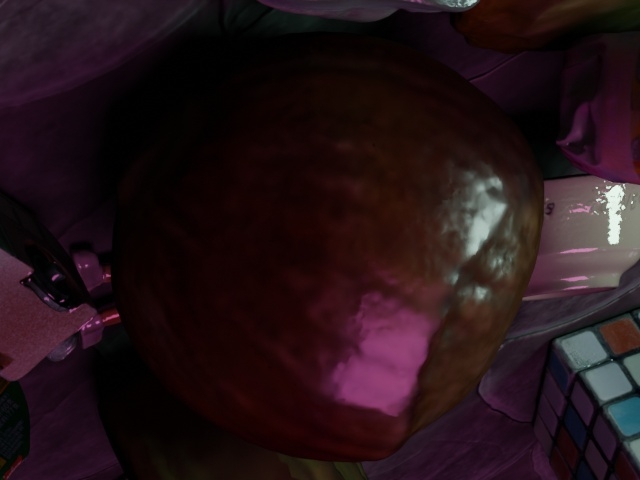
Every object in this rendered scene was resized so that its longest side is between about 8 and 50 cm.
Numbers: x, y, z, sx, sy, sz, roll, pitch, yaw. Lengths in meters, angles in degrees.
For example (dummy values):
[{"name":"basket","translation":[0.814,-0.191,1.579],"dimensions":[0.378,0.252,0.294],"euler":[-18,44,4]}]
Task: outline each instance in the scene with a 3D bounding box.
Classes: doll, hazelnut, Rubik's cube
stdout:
[{"name":"doll","translation":[-0.153,0.051,1.850],"dimensions":[0.217,0.085,0.183],"euler":[-3,138,-8]},{"name":"hazelnut","translation":[0.000,0.000,1.661],"dimensions":[0.421,0.353,0.421],"euler":[0,114,1]},{"name":"Rubik's cube","translation":[0.472,0.260,2.442],"dimensions":[0.256,0.253,0.259],"euler":[-17,147,-16]}]

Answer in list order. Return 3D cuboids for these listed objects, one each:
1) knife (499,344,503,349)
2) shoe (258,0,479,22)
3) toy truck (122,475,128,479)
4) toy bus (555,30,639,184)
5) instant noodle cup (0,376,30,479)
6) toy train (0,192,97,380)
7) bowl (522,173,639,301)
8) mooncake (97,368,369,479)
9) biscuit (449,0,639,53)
[{"name":"knife","translation":[0.206,0.089,2.196],"dimensions":[0.123,0.053,0.278],"euler":[-20,148,-23]},{"name":"shoe","translation":[0.027,-0.247,1.570],"dimensions":[0.251,0.103,0.100],"euler":[2,175,-23]},{"name":"toy truck","translation":[-0.279,0.387,2.180],"dimensions":[0.227,0.114,0.098],"euler":[-25,147,-6]},{"name":"toy bus","translation":[0.375,-0.131,1.806],"dimensions":[0.162,0.171,0.386],"euler":[3,-176,31]},{"name":"instant noodle cup","translation":[-0.435,0.227,1.783],"dimensions":[0.207,0.207,0.232],"euler":[2,143,-39]},{"name":"toy train","translation":[-0.338,0.015,1.590],"dimensions":[0.129,0.159,0.326],"euler":[-38,143,9]},{"name":"bowl","translation":[0.262,-0.001,1.948],"dimensions":[0.238,0.126,0.238],"euler":[-6,174,-1]},{"name":"mooncake","translation":[-0.066,0.296,1.951],"dimensions":[0.246,0.394,0.393],"euler":[-31,178,-5]},{"name":"biscuit","translation":[0.300,-0.261,1.689],"dimensions":[0.335,0.078,0.329],"euler":[-7,164,-32]}]
